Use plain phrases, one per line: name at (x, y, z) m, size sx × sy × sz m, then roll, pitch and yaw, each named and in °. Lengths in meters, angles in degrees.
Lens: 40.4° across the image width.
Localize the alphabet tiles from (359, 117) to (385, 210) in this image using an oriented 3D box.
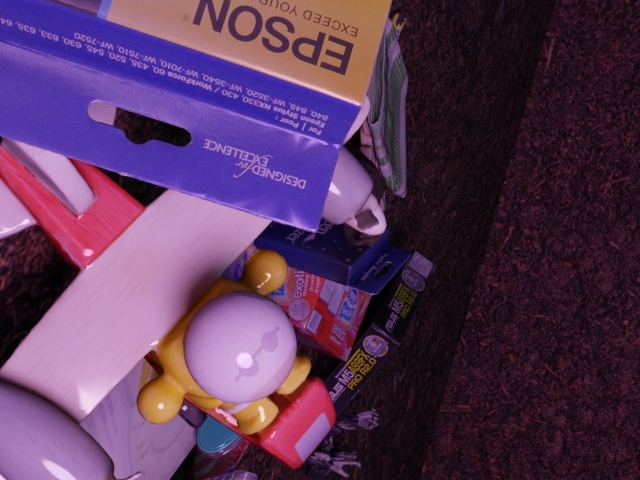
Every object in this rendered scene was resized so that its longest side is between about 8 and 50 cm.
alphabet tiles at (0.080, -0.185, 1.382) m, size 0.278 × 0.021 × 0.284 m, roll 73°, pitch 17°, yaw -59°

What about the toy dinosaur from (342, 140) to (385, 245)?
toy dinosaur at (0.015, -0.091, 1.182) m, size 0.160 × 0.313 × 0.120 m, roll -11°, pitch 111°, yaw -24°

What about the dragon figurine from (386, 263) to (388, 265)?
dragon figurine at (0.060, 0.055, 1.555) m, size 0.289 × 0.085 × 0.144 m, roll -66°, pitch 168°, yaw 5°

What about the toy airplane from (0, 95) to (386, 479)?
toy airplane at (-0.122, 0.041, 0.725) m, size 0.385 × 0.272 × 0.385 m, roll 0°, pitch 102°, yaw -34°

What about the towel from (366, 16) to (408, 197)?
towel at (0.108, -0.227, 1.366) m, size 0.325 × 0.038 × 0.247 m, roll 61°, pitch 30°, yaw -70°

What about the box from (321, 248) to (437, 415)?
box at (0.101, 0.161, 1.573) m, size 0.216 × 0.060 × 0.270 m, roll -54°, pitch 179°, yaw 36°

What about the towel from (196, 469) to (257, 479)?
towel at (-0.186, 0.380, 0.978) m, size 0.121 × 0.284 × 0.235 m, roll 61°, pitch 38°, yaw -10°

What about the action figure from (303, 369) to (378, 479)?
action figure at (0.031, 0.381, 1.690) m, size 0.275 × 0.141 × 0.164 m, roll 82°, pitch 21°, yaw -45°

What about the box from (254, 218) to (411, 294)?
box at (0.000, 0.000, 1.184) m, size 0.136 × 0.225 × 0.036 m, roll -42°, pitch 145°, yaw -54°

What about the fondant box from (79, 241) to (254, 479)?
fondant box at (-0.191, 0.144, 1.006) m, size 0.330 × 0.096 × 0.238 m, roll -54°, pitch 152°, yaw -43°

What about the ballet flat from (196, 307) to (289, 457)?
ballet flat at (-0.086, 0.177, 1.070) m, size 0.074 × 0.074 × 0.203 m, roll 66°, pitch 44°, yaw -60°

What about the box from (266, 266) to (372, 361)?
box at (-0.018, 0.090, 1.353) m, size 0.128 × 0.123 × 0.257 m, roll -68°, pitch 159°, yaw -11°

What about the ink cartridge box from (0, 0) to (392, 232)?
ink cartridge box at (-0.099, -0.197, 0.641) m, size 0.072 × 0.304 × 0.307 m, roll 133°, pitch -27°, yaw -72°

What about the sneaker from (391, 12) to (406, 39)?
sneaker at (0.123, -0.350, 1.490) m, size 0.083 × 0.031 × 0.035 m, roll -58°, pitch 166°, yaw -18°

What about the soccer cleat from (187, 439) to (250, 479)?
soccer cleat at (-0.119, 0.263, 1.276) m, size 0.083 × 0.095 × 0.247 m, roll 27°, pitch 81°, yaw -69°
